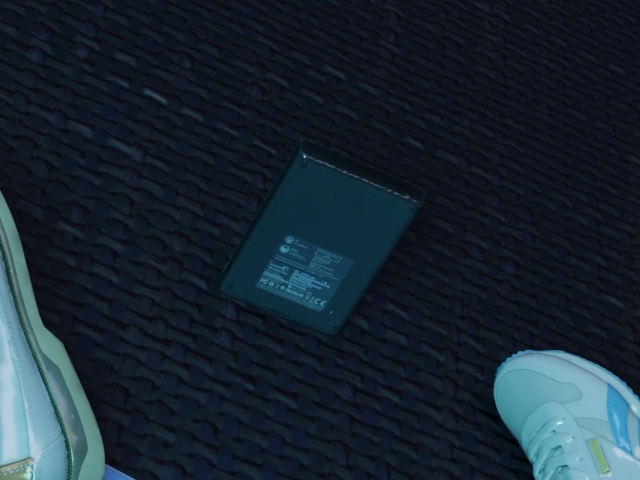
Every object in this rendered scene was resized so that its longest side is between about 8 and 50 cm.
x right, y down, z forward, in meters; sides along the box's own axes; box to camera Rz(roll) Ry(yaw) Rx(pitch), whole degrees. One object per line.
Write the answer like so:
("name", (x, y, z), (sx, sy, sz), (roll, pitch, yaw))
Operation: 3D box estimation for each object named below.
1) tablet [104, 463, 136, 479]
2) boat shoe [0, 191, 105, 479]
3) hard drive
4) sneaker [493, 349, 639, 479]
("tablet", (-0.111, 0.167, 1.182), (0.083, 0.006, 0.054), (29, 35, -6))
("boat shoe", (-0.236, 0.038, 1.152), (0.103, 0.113, 0.302), (-3, 49, -46))
("hard drive", (0.000, 0.000, 1.352), (0.094, 0.135, 0.022), (22, 37, -14))
("sneaker", (0.189, 0.166, 1.340), (0.092, 0.087, 0.229), (-12, 52, -41))
